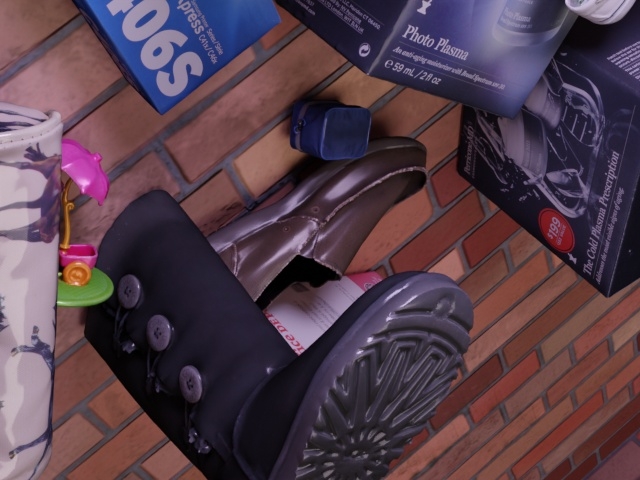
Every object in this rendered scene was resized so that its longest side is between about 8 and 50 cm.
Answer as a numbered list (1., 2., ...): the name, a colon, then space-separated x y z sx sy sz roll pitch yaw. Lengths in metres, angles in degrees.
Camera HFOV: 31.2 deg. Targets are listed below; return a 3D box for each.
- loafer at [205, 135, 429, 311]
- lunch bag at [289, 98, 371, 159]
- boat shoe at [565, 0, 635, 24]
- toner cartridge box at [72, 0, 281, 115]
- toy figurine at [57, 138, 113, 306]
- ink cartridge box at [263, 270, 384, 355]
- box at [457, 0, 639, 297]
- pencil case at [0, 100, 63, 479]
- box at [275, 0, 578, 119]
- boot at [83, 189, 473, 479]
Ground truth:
1. loafer: 0.000 0.000 1.460 0.366 0.130 0.134 -33 159 -12
2. lunch bag: 0.006 -0.137 1.399 0.098 0.065 0.067 -5 109 -46
3. boat shoe: 0.336 -0.333 1.212 0.076 0.083 0.226 -4 123 -47
4. toner cartridge box: -0.170 -0.284 1.059 0.165 0.075 0.348 -41 145 -8
5. toy figurine: -0.289 -0.030 1.198 0.173 0.130 0.159 7 109 -21
6. ink cartridge box: 0.018 0.157 1.590 0.283 0.207 0.117 -8 129 -40
7. box: 0.356 -0.161 1.518 0.179 0.312 0.343 -27 141 -23
8. pencil case: -0.341 0.066 1.085 0.183 0.160 0.410 2 113 -10
9. box: 0.160 -0.320 1.271 0.296 0.183 0.294 6 120 -49
10. boot: -0.075 0.080 1.215 0.146 0.445 0.367 16 112 -41
